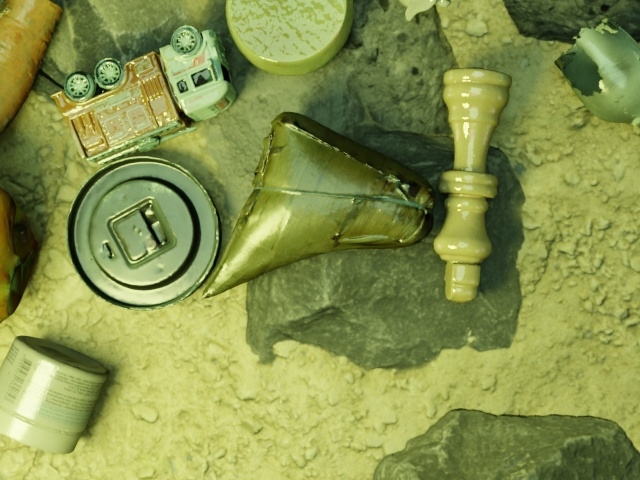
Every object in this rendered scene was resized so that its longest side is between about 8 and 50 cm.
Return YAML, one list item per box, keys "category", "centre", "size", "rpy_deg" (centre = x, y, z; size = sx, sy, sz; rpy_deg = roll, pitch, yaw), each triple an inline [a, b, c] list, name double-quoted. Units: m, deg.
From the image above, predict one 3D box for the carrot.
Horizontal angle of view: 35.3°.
- category: "carrot"
  centre: [-0.571, -0.311, 1.805]
  size: [0.139, 0.139, 0.302]
  rpy_deg: [31, 84, 6]

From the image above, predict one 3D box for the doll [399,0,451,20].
- category: "doll"
  centre: [0.068, -0.521, 1.751]
  size: [0.384, 0.188, 0.099]
  rpy_deg: [37, 131, -4]

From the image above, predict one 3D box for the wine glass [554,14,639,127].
- category: "wine glass"
  centre: [0.538, -0.229, 1.701]
  size: [0.143, 0.143, 0.321]
  rpy_deg: [-41, 82, 1]

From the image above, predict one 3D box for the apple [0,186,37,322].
- category: "apple"
  centre: [-0.656, -0.011, 1.680]
  size: [0.374, 0.374, 0.384]
  rpy_deg: [11, 98, 6]

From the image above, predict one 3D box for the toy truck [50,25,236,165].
- category: "toy truck"
  centre: [-0.299, -0.250, 1.773]
  size: [0.305, 0.136, 0.162]
  rpy_deg: [-22, 87, 4]

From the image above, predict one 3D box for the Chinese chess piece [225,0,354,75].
- category: "Chinese chess piece"
  centre: [-0.053, -0.410, 1.783]
  size: [0.238, 0.092, 0.237]
  rpy_deg: [0, 87, 6]

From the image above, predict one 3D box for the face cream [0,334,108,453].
- category: "face cream"
  centre: [-0.475, 0.262, 1.735]
  size: [0.177, 0.177, 0.153]
  rpy_deg: [24, 86, 6]

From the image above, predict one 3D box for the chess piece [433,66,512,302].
- category: "chess piece"
  centre: [0.252, -0.092, 1.729]
  size: [0.117, 0.117, 0.397]
  rpy_deg: [6, 88, 5]

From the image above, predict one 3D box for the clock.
- category: "clock"
  centre: [-0.314, -0.011, 1.799]
  size: [0.281, 0.055, 0.280]
  rpy_deg: [0, 87, 5]

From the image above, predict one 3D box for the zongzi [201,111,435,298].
- category: "zongzi"
  centre: [0.000, 0.000, 1.717]
  size: [0.323, 0.160, 0.360]
  rpy_deg: [27, 88, 7]
